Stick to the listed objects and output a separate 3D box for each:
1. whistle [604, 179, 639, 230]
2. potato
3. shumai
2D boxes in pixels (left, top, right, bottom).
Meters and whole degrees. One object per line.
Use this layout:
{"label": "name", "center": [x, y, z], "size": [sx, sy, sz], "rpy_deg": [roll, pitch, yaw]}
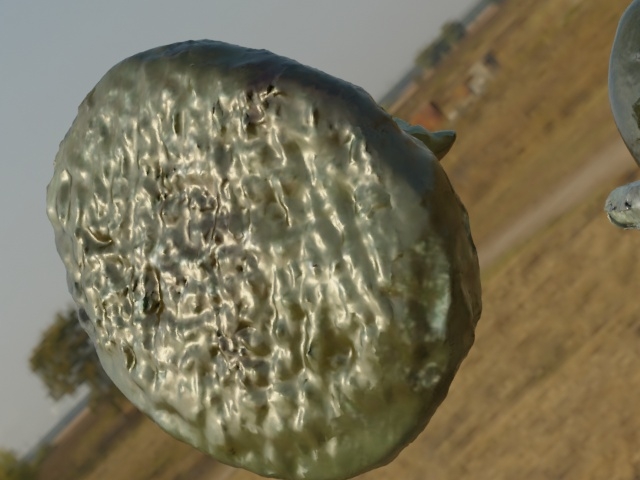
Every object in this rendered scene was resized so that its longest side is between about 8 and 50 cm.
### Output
{"label": "whistle", "center": [0.420, -0.043, 1.730], "size": [0.133, 0.142, 0.346], "rpy_deg": [-62, 10, -6]}
{"label": "potato", "center": [0.357, -0.126, 1.374], "size": [0.178, 0.235, 0.160], "rpy_deg": [-26, 7, -8]}
{"label": "shumai", "center": [0.000, 0.000, 1.247], "size": [0.323, 0.398, 0.324], "rpy_deg": [-11, -62, -56]}
